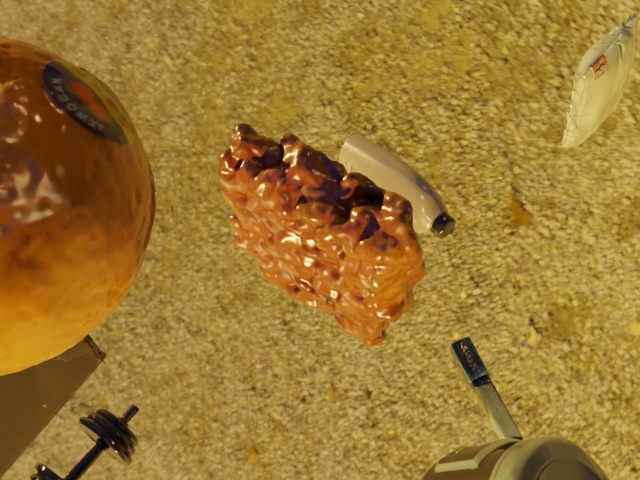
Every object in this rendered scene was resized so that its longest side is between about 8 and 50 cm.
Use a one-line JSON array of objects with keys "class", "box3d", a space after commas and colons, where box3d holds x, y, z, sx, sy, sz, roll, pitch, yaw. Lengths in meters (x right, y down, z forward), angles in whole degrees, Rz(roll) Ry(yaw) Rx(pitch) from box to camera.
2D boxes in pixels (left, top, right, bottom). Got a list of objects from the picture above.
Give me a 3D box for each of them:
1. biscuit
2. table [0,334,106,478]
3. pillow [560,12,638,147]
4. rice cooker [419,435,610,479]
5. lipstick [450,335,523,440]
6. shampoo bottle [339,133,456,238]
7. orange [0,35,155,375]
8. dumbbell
[{"class": "biscuit", "box3d": [0.000, 0.000, 1.082, 0.312, 0.110, 0.318, 32, 154, 17]}, {"class": "table", "box3d": [-0.362, 0.070, 0.540, 0.282, 0.251, 0.196, 30, 156, 21]}, {"class": "pillow", "box3d": [0.404, -0.224, 1.100, 0.051, 0.229, 0.128, 41, 83, 23]}, {"class": "rice cooker", "box3d": [0.342, 0.507, 1.301, 0.325, 0.335, 0.335, -33, 77, 49]}, {"class": "lipstick", "box3d": [0.369, 0.351, 1.627, 0.051, 0.051, 0.312, -22, 54, -3]}, {"class": "shampoo bottle", "box3d": [0.140, -0.091, 1.350, 0.257, 0.078, 0.127, 41, 153, 30]}, {"class": "orange", "box3d": [-0.172, -0.017, 0.372, 0.178, 0.177, 0.155, 58, 146, 15]}, {"class": "dumbbell", "box3d": [-0.326, 0.310, 1.042, 0.099, 0.208, 0.099, 30, 150, 19]}]
